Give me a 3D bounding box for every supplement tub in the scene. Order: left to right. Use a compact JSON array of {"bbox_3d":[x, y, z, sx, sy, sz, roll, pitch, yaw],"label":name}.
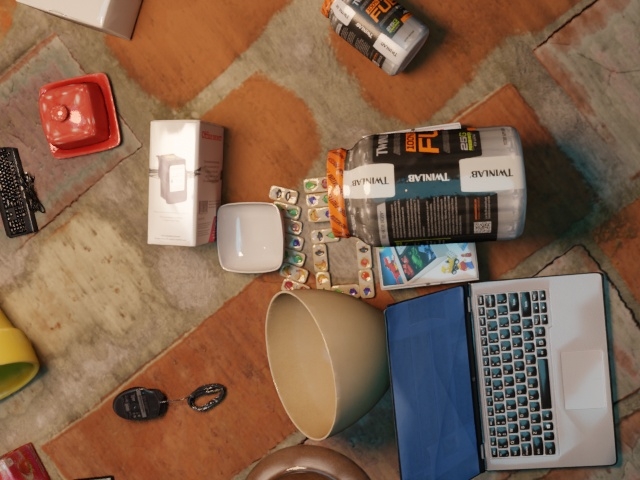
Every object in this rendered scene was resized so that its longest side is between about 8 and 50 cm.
[{"bbox_3d":[0.101,-0.412,1.578,0.190,0.117,0.117,39,99,4],"label":"supplement tub"},{"bbox_3d":[0.188,-0.094,1.489,0.338,0.207,0.207,-3,94,7],"label":"supplement tub"}]

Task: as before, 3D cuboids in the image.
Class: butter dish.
[{"bbox_3d":[-0.508,-0.255,1.684,0.160,0.118,0.160,-10,93,10],"label":"butter dish"}]

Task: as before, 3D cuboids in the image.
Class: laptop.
[{"bbox_3d":[0.345,0.275,1.533,0.408,0.236,0.382,-5,94,9],"label":"laptop"}]

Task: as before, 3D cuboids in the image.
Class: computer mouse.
[{"bbox_3d":[-0.317,0.330,1.745,0.242,0.041,0.071,-7,102,3],"label":"computer mouse"}]

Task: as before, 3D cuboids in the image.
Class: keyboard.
[{"bbox_3d":[-0.650,-0.106,1.759,0.100,0.038,0.192,-14,93,9],"label":"keyboard"}]

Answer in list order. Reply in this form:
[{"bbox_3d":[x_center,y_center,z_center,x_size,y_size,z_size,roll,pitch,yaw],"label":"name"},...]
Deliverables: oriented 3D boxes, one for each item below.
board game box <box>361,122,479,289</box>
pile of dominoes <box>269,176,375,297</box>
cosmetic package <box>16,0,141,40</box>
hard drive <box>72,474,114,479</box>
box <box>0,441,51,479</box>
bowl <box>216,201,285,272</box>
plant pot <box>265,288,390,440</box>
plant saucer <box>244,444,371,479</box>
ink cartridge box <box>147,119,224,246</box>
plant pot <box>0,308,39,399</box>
[{"bbox_3d":[0.195,-0.065,1.622,0.193,0.053,0.305,-7,93,9],"label":"board game box"},{"bbox_3d":[0.000,0.000,1.664,0.196,0.040,0.251,-6,93,9],"label":"pile of dominoes"},{"bbox_3d":[-0.432,-0.604,1.627,0.197,0.155,0.365,21,98,7],"label":"cosmetic package"},{"bbox_3d":[-0.483,0.578,1.792,0.094,0.022,0.135,-9,93,10],"label":"hard drive"},{"bbox_3d":[-0.636,0.581,1.765,0.128,0.122,0.257,-28,89,9],"label":"box"},{"bbox_3d":[-0.134,-0.007,1.670,0.142,0.053,0.142,-1,94,19],"label":"bowl"},{"bbox_3d":[0.041,0.216,1.582,0.191,0.284,0.284,-11,93,-26],"label":"plant pot"},{"bbox_3d":[-0.027,0.578,1.710,0.311,0.050,0.310,1,93,9],"label":"plant saucer"},{"bbox_3d":[-0.262,-0.114,1.629,0.100,0.172,0.237,3,95,9],"label":"ink cartridge box"},{"bbox_3d":[-0.741,0.205,1.704,0.254,0.254,0.239,-31,74,10],"label":"plant pot"}]
